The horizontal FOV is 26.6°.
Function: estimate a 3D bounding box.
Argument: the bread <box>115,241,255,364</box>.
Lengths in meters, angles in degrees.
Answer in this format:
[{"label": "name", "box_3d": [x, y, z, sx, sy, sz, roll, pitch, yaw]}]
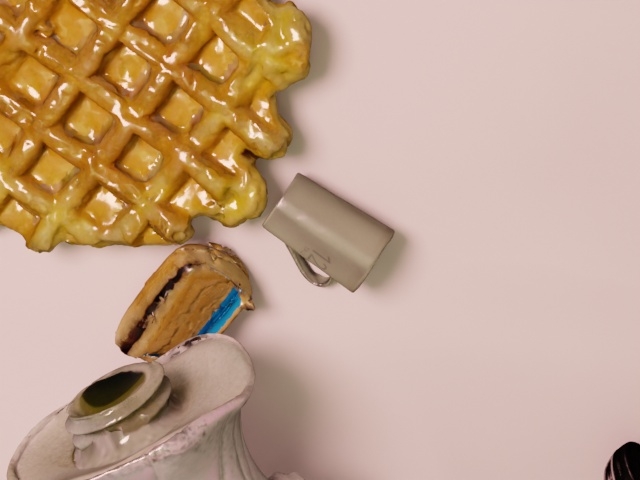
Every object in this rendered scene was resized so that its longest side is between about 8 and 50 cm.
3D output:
[{"label": "bread", "box_3d": [-0.102, 0.048, 1.012, 0.072, 0.053, 0.106, 29, 113, -28]}]

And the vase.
[{"label": "vase", "box_3d": [-0.045, 0.289, 0.981, 0.250, 0.250, 0.445, -23, 107, 13]}]

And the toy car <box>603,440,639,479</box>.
[{"label": "toy car", "box_3d": [0.277, 0.244, 1.013, 0.210, 0.089, 0.108, 39, 116, -10]}]

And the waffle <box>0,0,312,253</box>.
[{"label": "waffle", "box_3d": [-0.166, -0.137, 0.951, 0.325, 0.068, 0.302, -6, 107, 7]}]

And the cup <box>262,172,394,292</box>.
[{"label": "cup", "box_3d": [0.003, -0.005, 0.989, 0.083, 0.075, 0.054, 34, 72, -2]}]
